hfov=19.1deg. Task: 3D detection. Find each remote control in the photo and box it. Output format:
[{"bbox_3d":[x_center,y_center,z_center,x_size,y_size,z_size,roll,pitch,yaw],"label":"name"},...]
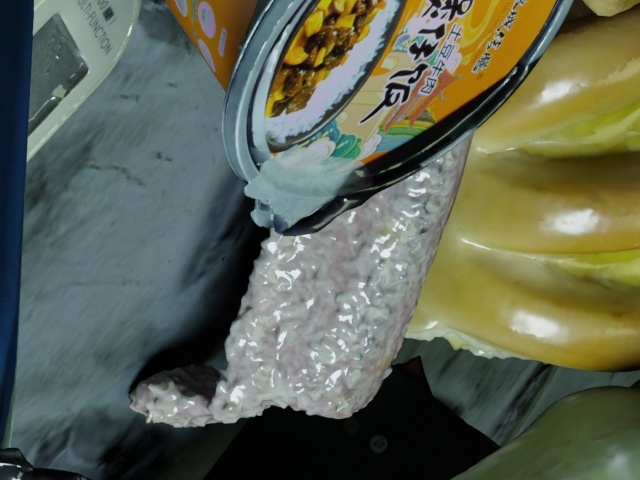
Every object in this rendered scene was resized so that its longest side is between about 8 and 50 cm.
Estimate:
[{"bbox_3d":[-0.154,-0.034,0.733,0.221,0.042,0.078,-50,157,-13],"label":"remote control"}]

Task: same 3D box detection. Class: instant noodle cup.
[{"bbox_3d":[0.006,-0.119,0.789,0.208,0.125,0.177,-49,149,15],"label":"instant noodle cup"}]

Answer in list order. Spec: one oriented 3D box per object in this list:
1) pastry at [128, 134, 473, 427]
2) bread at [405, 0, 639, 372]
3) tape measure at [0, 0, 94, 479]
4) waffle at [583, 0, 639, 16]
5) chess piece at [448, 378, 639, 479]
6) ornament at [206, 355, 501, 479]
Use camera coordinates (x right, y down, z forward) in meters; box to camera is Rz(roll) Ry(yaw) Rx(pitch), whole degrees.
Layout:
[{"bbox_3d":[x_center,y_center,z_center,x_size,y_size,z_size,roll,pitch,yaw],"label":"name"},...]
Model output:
[{"bbox_3d":[0.009,0.010,1.032,0.265,0.112,0.103,-59,168,14],"label":"pastry"},{"bbox_3d":[0.186,-0.045,1.172,0.315,0.211,0.270,-14,134,-62],"label":"bread"},{"bbox_3d":[-0.168,-0.061,0.554,0.098,0.215,0.351,103,-13,-45],"label":"tape measure"},{"bbox_3d":[0.190,-0.272,0.798,0.224,0.098,0.328,-32,151,-44],"label":"waffle"},{"bbox_3d":[0.050,0.227,1.067,0.442,0.234,0.234,-14,147,-9],"label":"chess piece"},{"bbox_3d":[0.037,0.164,1.293,0.166,0.153,0.196,-51,168,-3],"label":"ornament"}]
